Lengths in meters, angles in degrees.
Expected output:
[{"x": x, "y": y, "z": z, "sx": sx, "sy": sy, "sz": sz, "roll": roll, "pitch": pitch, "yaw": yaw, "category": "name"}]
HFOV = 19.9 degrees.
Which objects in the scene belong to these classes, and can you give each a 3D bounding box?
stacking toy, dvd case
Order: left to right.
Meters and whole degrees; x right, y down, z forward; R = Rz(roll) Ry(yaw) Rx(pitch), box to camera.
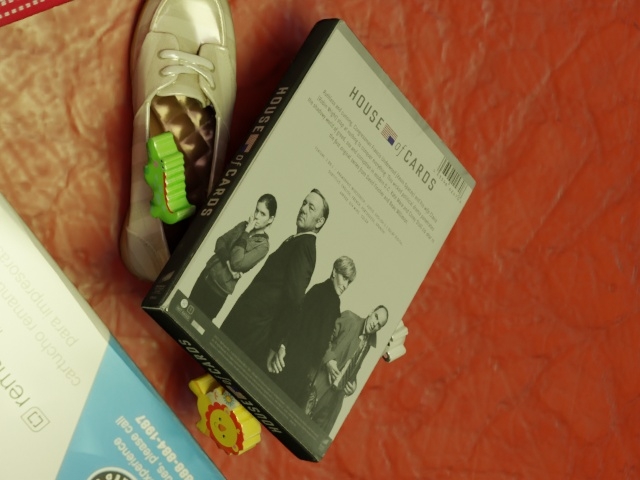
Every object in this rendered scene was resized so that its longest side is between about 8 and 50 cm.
[{"x": -0.026, "y": 0.013, "z": 1.239, "sx": 0.167, "sy": 0.052, "sz": 0.221, "roll": -26, "pitch": 113, "yaw": -41, "category": "stacking toy"}, {"x": 0.000, "y": 0.000, "z": 1.212, "sx": 0.179, "sy": 0.029, "sz": 0.239, "roll": 48, "pitch": 61, "yaw": -35, "category": "dvd case"}]

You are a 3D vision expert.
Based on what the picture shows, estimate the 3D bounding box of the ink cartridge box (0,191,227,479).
[{"x": -0.297, "y": 0.172, "z": 1.130, "sx": 0.395, "sy": 0.166, "sz": 0.285, "roll": -40, "pitch": 111, "yaw": -11, "category": "ink cartridge box"}]

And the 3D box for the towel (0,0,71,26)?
[{"x": -0.176, "y": -0.225, "z": 1.089, "sx": 0.199, "sy": 0.275, "sz": 0.031, "roll": -22, "pitch": 62, "yaw": -17, "category": "towel"}]

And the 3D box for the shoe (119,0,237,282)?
[{"x": -0.090, "y": -0.075, "z": 1.232, "sx": 0.076, "sy": 0.058, "sz": 0.219, "roll": 3, "pitch": 98, "yaw": -23, "category": "shoe"}]
